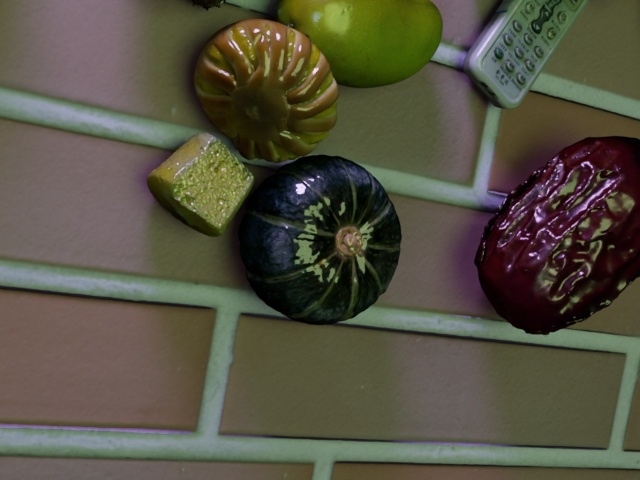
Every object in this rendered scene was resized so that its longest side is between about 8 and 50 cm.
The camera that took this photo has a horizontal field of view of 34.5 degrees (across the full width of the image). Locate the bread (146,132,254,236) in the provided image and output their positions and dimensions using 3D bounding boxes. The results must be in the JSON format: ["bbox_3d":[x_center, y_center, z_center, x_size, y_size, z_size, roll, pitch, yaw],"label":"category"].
[{"bbox_3d":[-0.170,-0.075,1.441,0.129,0.111,0.114,48,69,-25],"label":"bread"}]

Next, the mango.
[{"bbox_3d":[0.062,-0.314,1.527,0.293,0.143,0.175,0,103,-38],"label":"mango"}]

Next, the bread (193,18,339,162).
[{"bbox_3d":[-0.076,-0.202,1.431,0.213,0.105,0.213,5,122,8],"label":"bread"}]

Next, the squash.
[{"bbox_3d":[0.000,0.000,1.520,0.252,0.165,0.252,-3,96,-32],"label":"squash"}]

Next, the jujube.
[{"bbox_3d":[0.428,-0.011,1.733,0.377,0.258,0.258,-40,116,-6],"label":"jujube"}]

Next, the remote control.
[{"bbox_3d":[0.361,-0.381,1.732,0.128,0.065,0.335,41,77,-26],"label":"remote control"}]

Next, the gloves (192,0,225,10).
[{"bbox_3d":[-0.115,-0.429,1.402,0.312,0.135,0.210,-18,106,-27],"label":"gloves"}]
